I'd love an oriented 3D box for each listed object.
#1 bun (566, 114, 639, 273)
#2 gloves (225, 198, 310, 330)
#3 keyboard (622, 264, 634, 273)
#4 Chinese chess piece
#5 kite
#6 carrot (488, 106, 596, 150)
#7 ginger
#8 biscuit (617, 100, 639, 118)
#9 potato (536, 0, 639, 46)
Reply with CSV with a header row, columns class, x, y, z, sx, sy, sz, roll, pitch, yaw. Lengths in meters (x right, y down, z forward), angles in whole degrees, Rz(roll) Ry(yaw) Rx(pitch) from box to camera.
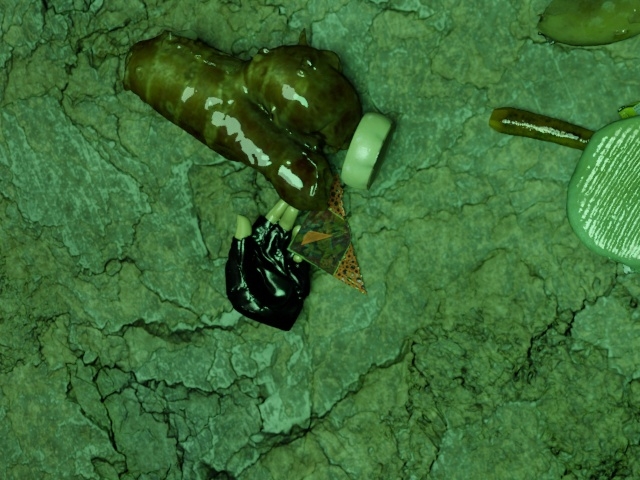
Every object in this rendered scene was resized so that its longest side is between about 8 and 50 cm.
class,x,y,z,sx,sy,sz,roll,pitch,yaw
bun,0.453,-0.067,1.194,0.221,0.108,0.221,1,92,23
gloves,-0.080,0.029,1.431,0.164,0.124,0.204,24,75,-18
keyboard,0.536,0.010,1.225,0.204,0.013,0.061,-6,95,23
Chinese chess piece,0.073,-0.138,1.333,0.051,0.122,0.122,23,106,8
kite,0.000,0.000,1.399,0.008,0.125,0.222,-6,99,66
carrot,0.335,-0.161,1.268,0.170,0.042,0.042,19,105,17
ginger,-0.118,-0.241,1.373,0.418,0.176,0.254,30,96,16
biscuit,0.543,-0.250,1.175,0.292,0.026,0.048,-39,87,23
potato,0.418,-0.344,1.176,0.138,0.098,0.243,42,112,9
